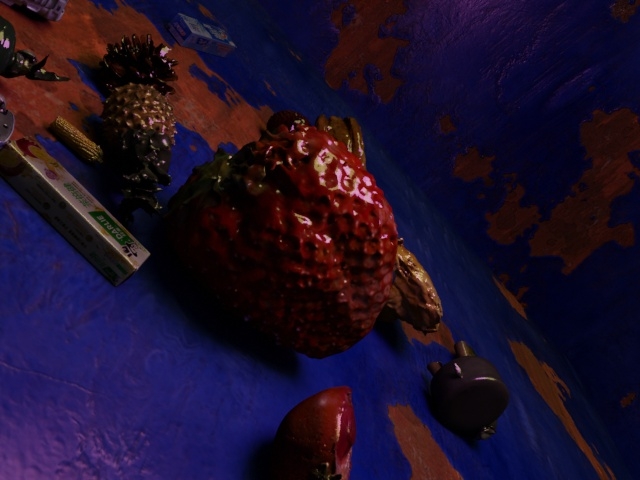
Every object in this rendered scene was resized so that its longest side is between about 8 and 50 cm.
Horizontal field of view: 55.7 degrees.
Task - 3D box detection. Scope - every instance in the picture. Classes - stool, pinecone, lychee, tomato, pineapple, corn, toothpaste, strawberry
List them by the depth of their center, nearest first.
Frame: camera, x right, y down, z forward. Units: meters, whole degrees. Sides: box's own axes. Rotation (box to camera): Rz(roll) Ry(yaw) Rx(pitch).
[{"bbox_3d":[-0.011,0.272,0.739,0.173,0.100,0.189,27,67,-81],"label":"tomato"},{"bbox_3d":[-0.335,-0.137,0.838,0.083,0.028,0.027,44,-1,-20],"label":"corn"},{"bbox_3d":[-0.259,-0.128,0.861,0.125,0.125,0.251,36,25,-38],"label":"pineapple"},{"bbox_3d":[-0.040,0.019,0.871,0.267,0.312,0.351,-46,117,-51],"label":"strawberry"},{"bbox_3d":[-0.309,-0.290,1.046,0.140,0.121,0.140,38,30,-27],"label":"pinecone"},{"bbox_3d":[0.314,0.336,1.325,0.139,0.154,0.227,-104,-168,-58],"label":"stool"},{"bbox_3d":[-0.080,-0.280,1.569,0.129,0.123,0.123,50,16,25],"label":"lychee"},{"bbox_3d":[-0.312,-0.544,1.615,0.066,0.053,0.272,52,18,2],"label":"toothpaste"}]

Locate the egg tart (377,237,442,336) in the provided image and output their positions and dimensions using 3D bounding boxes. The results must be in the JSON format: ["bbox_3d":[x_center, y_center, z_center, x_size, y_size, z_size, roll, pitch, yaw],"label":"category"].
[{"bbox_3d":[0.139,0.055,1.382,0.351,0.153,0.339,53,8,-12],"label":"egg tart"}]

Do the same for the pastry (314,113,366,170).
[{"bbox_3d":[0.053,-0.212,1.608,0.235,0.132,0.239,80,8,-80],"label":"pastry"}]

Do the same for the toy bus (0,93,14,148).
[{"bbox_3d":[-0.405,-0.142,0.613,0.167,0.076,0.073,35,23,-36],"label":"toy bus"}]

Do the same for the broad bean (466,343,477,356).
[{"bbox_3d":[0.416,0.354,1.607,0.153,0.072,0.207,63,16,-4],"label":"broad bean"}]

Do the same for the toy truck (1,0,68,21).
[{"bbox_3d":[-0.497,-0.492,0.977,0.185,0.133,0.338,13,38,-46],"label":"toy truck"}]

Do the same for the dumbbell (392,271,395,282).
[{"bbox_3d":[0.000,0.000,1.184,0.324,0.160,0.144,51,-10,2],"label":"dumbbell"}]

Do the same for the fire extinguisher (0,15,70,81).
[{"bbox_3d":[-0.445,-0.255,0.706,0.294,0.118,0.093,27,65,-51],"label":"fire extinguisher"}]

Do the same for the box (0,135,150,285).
[{"bbox_3d":[-0.294,-0.036,0.724,0.207,0.041,0.050,48,16,-12],"label":"box"}]
